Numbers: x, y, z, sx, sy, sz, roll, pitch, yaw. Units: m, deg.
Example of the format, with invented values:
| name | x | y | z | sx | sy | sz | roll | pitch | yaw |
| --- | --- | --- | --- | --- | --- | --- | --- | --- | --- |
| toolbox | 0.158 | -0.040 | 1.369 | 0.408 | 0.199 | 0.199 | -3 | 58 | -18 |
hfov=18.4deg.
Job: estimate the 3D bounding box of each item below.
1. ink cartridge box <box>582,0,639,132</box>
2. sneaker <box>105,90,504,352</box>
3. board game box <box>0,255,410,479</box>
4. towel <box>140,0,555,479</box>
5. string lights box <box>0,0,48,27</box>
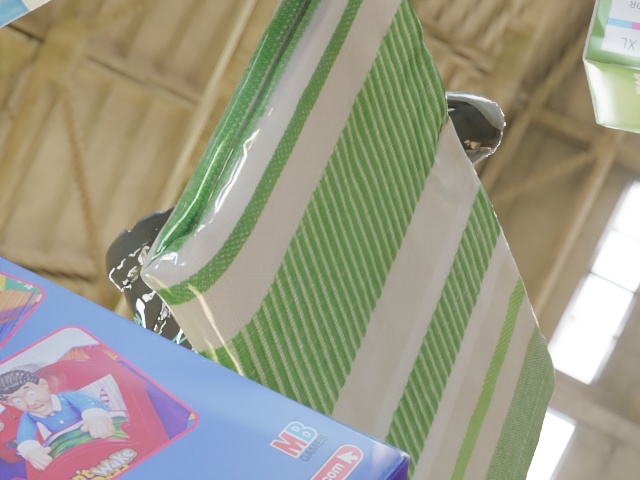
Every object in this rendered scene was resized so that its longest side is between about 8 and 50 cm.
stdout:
| name | x | y | z | sx | sy | sz | roll | pitch | yaw |
| --- | --- | --- | --- | --- | --- | --- | --- | --- | --- |
| ink cartridge box | 0.192 | -0.124 | 1.128 | 0.109 | 0.062 | 0.209 | 54 | -131 | -70 |
| sneaker | 0.000 | 0.000 | 1.157 | 0.267 | 0.106 | 0.101 | -28 | -17 | 26 |
| board game box | -0.165 | 0.127 | 0.491 | 0.347 | 0.233 | 0.078 | -43 | -31 | -44 |
| towel | 0.030 | 0.043 | 0.944 | 0.325 | 0.038 | 0.248 | 64 | -144 | -39 |
| string lights box | -0.262 | -0.164 | 1.161 | 0.260 | 0.133 | 0.077 | -25 | 19 | 24 |
